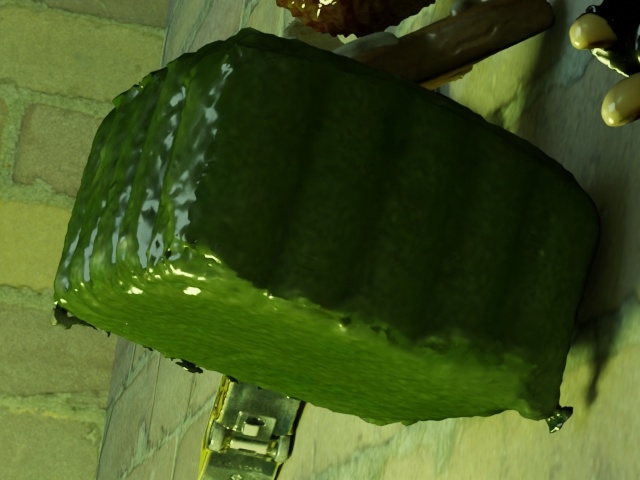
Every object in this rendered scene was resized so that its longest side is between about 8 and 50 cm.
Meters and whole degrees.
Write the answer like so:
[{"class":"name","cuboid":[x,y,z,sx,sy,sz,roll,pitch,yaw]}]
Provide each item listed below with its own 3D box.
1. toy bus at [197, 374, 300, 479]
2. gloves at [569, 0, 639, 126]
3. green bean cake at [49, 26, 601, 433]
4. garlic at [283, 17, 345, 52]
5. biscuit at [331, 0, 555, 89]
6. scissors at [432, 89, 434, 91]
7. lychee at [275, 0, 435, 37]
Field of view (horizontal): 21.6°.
[{"class":"toy bus","cuboid":[-0.050,0.133,1.499,0.074,0.081,0.226,-87,11,-52]},{"class":"gloves","cuboid":[0.160,-0.117,0.693,0.164,0.124,0.203,71,-178,-71]},{"class":"green bean cake","cuboid":[0.000,0.000,0.925,0.250,0.247,0.156,-22,50,64]},{"class":"garlic","cuboid":[-0.032,-0.094,1.473,0.127,0.131,0.194,-51,-7,-40]},{"class":"biscuit","cuboid":[0.019,-0.101,1.120,0.049,0.197,0.301,69,161,1]},{"class":"scissors","cuboid":[0.081,-0.073,1.207,0.300,0.022,0.109,-134,54,-74]},{"class":"lychee","cuboid":[0.028,-0.248,1.231,0.194,0.194,0.194,-169,90,-77]}]
